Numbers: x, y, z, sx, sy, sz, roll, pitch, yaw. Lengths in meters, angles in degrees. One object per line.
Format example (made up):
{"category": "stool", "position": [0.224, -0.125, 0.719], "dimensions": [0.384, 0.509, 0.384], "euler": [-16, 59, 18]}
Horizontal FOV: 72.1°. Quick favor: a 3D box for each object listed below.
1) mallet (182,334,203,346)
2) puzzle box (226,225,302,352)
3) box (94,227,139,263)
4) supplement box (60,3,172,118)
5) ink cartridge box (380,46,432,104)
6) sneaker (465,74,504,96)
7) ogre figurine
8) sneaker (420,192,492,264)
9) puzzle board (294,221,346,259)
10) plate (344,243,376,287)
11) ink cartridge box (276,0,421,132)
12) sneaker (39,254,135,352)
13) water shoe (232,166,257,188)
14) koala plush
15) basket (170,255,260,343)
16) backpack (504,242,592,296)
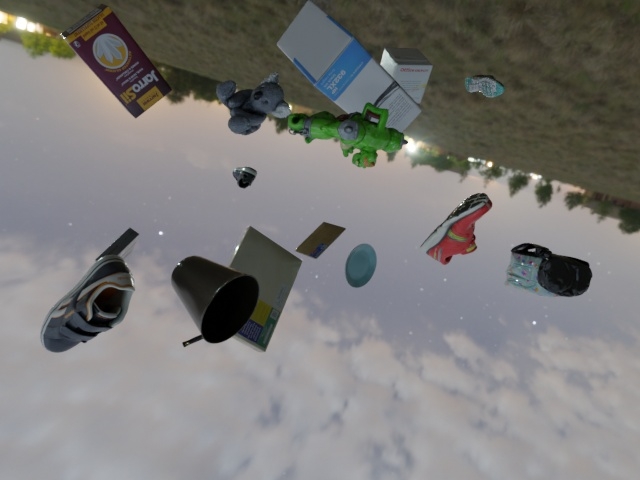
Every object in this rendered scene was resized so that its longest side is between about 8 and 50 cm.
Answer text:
{"category": "mallet", "position": [-0.353, 0.310, 1.439], "dimensions": [0.189, 0.063, 0.039], "euler": [-29, -163, -12]}
{"category": "puzzle box", "position": [-0.251, 0.183, 1.679], "dimensions": [0.272, 0.409, 0.052], "euler": [36, 148, -24]}
{"category": "box", "position": [-0.616, 0.061, 1.310], "dimensions": [0.038, 0.186, 0.145], "euler": [36, -133, -7]}
{"category": "supplement box", "position": [-0.409, -0.360, 0.894], "dimensions": [0.080, 0.104, 0.188], "euler": [40, 169, 46]}
{"category": "ink cartridge box", "position": [0.269, -0.532, 1.465], "dimensions": [0.128, 0.176, 0.128], "euler": [-5, -131, -17]}
{"category": "sneaker", "position": [0.563, -0.528, 1.472], "dimensions": [0.076, 0.065, 0.166], "euler": [-24, -143, -12]}
{"category": "ogre figurine", "position": [0.054, -0.173, 0.709], "dimensions": [0.197, 0.097, 0.118], "euler": [25, 179, -44]}
{"category": "sneaker", "position": [0.391, -0.024, 1.205], "dimensions": [0.118, 0.279, 0.107], "euler": [42, -124, 7]}
{"category": "puzzle board", "position": [0.000, 0.000, 1.234], "dimensions": [0.128, 0.011, 0.096], "euler": [-45, -142, -22]}
{"category": "plate", "position": [0.161, 0.102, 1.810], "dimensions": [0.188, 0.188, 0.024], "euler": [2, -168, -42]}
{"category": "ink cartridge box", "position": [0.074, -0.392, 1.060], "dimensions": [0.307, 0.129, 0.223], "euler": [23, -154, -47]}
{"category": "sneaker", "position": [-0.610, 0.195, 1.152], "dimensions": [0.127, 0.321, 0.126], "euler": [44, -171, 32]}
{"category": "water shoe", "position": [-0.335, -0.262, 1.858], "dimensions": [0.072, 0.080, 0.203], "euler": [26, 169, -25]}
{"category": "koala plush", "position": [-0.224, -0.505, 1.608], "dimensions": [0.221, 0.197, 0.203], "euler": [-23, 174, 18]}
{"category": "basket", "position": [-0.305, 0.140, 1.221], "dimensions": [0.226, 0.205, 0.154], "euler": [28, 171, 41]}
{"category": "backpack", "position": [0.533, 0.077, 1.071], "dimensions": [0.151, 0.115, 0.182], "euler": [21, 179, -15]}
